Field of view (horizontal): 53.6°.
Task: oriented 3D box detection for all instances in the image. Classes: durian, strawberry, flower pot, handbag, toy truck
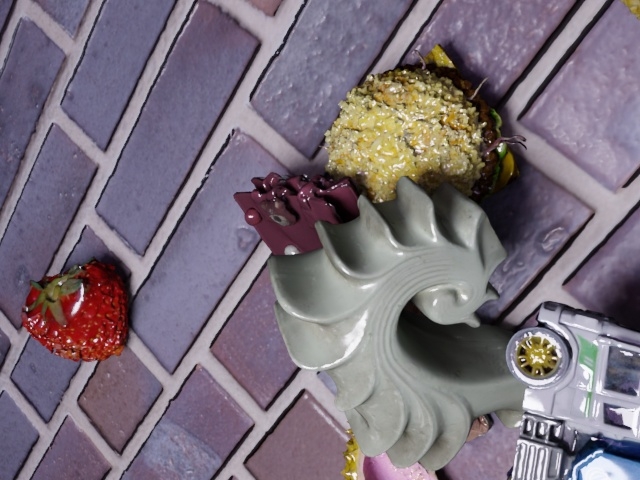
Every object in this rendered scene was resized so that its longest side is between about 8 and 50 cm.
[{"bbox_3d":[0.100,0.325,0.914,0.132,0.165,0.182,-36,110,6],"label":"durian"},{"bbox_3d":[-0.434,0.137,1.168,0.184,0.187,0.202,28,150,55],"label":"strawberry"},{"bbox_3d":[0.114,0.120,0.745,0.254,0.164,0.368,-30,118,0],"label":"flower pot"},{"bbox_3d":[-0.002,0.002,0.855,0.203,0.074,0.216,9,141,48],"label":"handbag"},{"bbox_3d":[0.253,0.249,0.610,0.175,0.146,0.368,7,88,28],"label":"toy truck"}]

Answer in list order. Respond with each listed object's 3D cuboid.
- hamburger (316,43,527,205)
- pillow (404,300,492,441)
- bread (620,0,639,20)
[{"bbox_3d":[0.121,-0.116,0.820,0.261,0.138,0.243,-39,78,29],"label":"hamburger"},{"bbox_3d":[0.140,0.197,0.916,0.126,0.043,0.233,-34,83,34],"label":"pillow"},{"bbox_3d":[0.434,-0.281,0.624,0.267,0.130,0.152,15,110,28],"label":"bread"}]
